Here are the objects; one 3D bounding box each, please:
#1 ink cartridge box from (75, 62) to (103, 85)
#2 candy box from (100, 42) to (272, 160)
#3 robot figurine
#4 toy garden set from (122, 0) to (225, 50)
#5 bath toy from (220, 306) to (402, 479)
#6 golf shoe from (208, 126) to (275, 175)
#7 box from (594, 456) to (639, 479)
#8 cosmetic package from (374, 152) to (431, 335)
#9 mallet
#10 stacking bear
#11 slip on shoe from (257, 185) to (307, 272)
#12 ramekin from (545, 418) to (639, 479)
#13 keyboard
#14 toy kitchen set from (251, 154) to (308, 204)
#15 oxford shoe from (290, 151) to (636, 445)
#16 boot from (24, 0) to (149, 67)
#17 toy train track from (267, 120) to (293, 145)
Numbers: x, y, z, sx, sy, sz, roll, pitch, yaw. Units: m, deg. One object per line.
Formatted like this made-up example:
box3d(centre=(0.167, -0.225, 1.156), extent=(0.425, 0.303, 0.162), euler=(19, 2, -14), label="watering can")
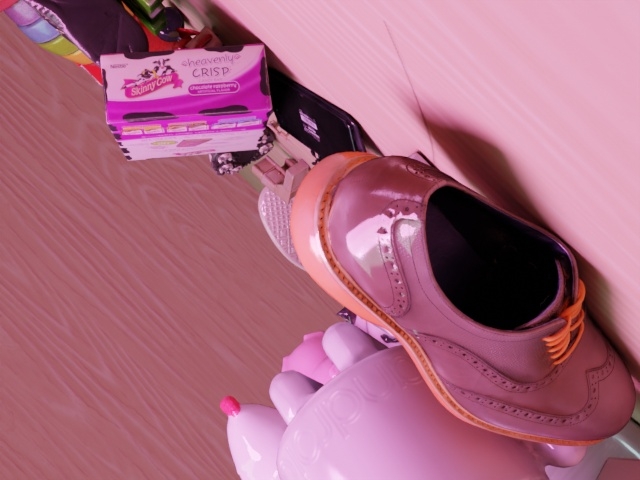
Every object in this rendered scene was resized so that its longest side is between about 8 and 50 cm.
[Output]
box3d(centre=(-0.375, -0.363, 1.468), extent=(0.231, 0.134, 0.078), euler=(47, 175, -30), label="ink cartridge box")
box3d(centre=(-0.139, -0.141, 1.020), extent=(0.233, 0.159, 0.071), euler=(147, 117, -81), label="candy box")
box3d(centre=(0.095, 0.237, 0.874), extent=(0.353, 0.300, 0.200), euler=(50, -170, 33), label="robot figurine")
box3d(centre=(-0.167, -0.259, 1.027), extent=(0.204, 0.049, 0.244), euler=(46, 176, -7), label="toy garden set")
box3d(centre=(0.023, 0.139, 1.102), extent=(0.129, 0.348, 0.151), euler=(45, 162, 5), label="bath toy")
box3d(centre=(-0.143, -0.185, 1.441), extent=(0.120, 0.105, 0.273), euler=(62, 178, 17), label="golf shoe")
box3d(centre=(0.358, 0.322, 0.891), extent=(0.232, 0.127, 0.148), euler=(46, 154, -17), label="box")
box3d(centre=(0.060, 0.005, 0.882), extent=(0.107, 0.127, 0.238), euler=(44, 175, -4), label="cosmetic package")
box3d(centre=(-0.136, -0.223, 1.227), extent=(0.190, 0.039, 0.062), euler=(41, 178, -16), label="mallet")
box3d(centre=(-0.328, -0.317, 1.362), extent=(0.164, 0.175, 0.289), euler=(0, 155, 44), label="stacking bear")
box3d(centre=(0.000, 0.000, 1.730), extent=(0.331, 0.123, 0.101), euler=(40, -177, -36), label="slip on shoe")
box3d(centre=(0.339, 0.293, 1.108), extent=(0.273, 0.127, 0.273), euler=(43, 176, 3), label="ramekin")
box3d(centre=(0.005, -0.114, 0.970), extent=(0.192, 0.038, 0.100), euler=(42, 153, 52), label="keyboard")
box3d(centre=(-0.051, -0.118, 1.494), extent=(0.083, 0.068, 0.075), euler=(43, 149, 18), label="toy kitchen set")
box3d(centre=(0.141, 0.065, 0.701), extent=(0.364, 0.130, 0.133), euler=(34, 163, -32), label="oxford shoe")
box3d(centre=(-0.292, -0.288, 1.064), extent=(0.236, 0.085, 0.178), euler=(49, 178, -24), label="boot")
box3d(centre=(-0.056, -0.153, 1.312), extent=(0.048, 0.014, 0.083), euler=(38, -175, -21), label="toy train track")
